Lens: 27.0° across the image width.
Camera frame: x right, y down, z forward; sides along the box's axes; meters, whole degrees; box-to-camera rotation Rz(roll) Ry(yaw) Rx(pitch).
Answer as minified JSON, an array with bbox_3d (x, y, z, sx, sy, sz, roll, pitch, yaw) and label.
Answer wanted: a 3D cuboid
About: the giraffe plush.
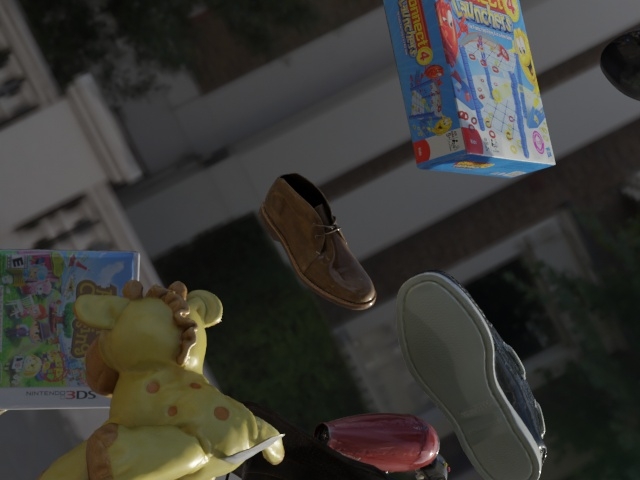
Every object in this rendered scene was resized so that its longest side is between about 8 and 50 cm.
[{"bbox_3d":[-0.142,0.124,1.103,0.181,0.210,0.170,27,40,-63],"label":"giraffe plush"}]

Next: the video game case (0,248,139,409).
[{"bbox_3d":[-0.340,0.118,1.770,0.023,0.193,0.212,-164,-104,-72],"label":"video game case"}]

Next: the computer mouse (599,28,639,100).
[{"bbox_3d":[0.558,-0.257,2.002,0.188,0.272,0.072,92,-2,-51],"label":"computer mouse"}]

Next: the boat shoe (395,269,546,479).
[{"bbox_3d":[0.180,0.155,1.588,0.303,0.114,0.091,66,25,-19],"label":"boat shoe"}]

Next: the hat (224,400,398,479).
[{"bbox_3d":[-0.032,0.325,1.535,0.331,0.134,0.331,25,-26,13],"label":"hat"}]

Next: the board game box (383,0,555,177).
[{"bbox_3d":[0.228,-0.256,2.036,0.308,0.086,0.302,0,77,-56],"label":"board game box"}]

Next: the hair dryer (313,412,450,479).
[{"bbox_3d":[0.062,0.320,1.833,0.080,0.223,0.293,61,-1,38],"label":"hair dryer"}]

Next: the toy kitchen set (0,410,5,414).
[{"bbox_3d":[-0.512,0.237,1.917,0.075,0.083,0.068,-12,72,-58],"label":"toy kitchen set"}]

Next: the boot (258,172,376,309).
[{"bbox_3d":[0.000,0.000,2.471,0.305,0.112,0.115,48,-44,23],"label":"boot"}]
